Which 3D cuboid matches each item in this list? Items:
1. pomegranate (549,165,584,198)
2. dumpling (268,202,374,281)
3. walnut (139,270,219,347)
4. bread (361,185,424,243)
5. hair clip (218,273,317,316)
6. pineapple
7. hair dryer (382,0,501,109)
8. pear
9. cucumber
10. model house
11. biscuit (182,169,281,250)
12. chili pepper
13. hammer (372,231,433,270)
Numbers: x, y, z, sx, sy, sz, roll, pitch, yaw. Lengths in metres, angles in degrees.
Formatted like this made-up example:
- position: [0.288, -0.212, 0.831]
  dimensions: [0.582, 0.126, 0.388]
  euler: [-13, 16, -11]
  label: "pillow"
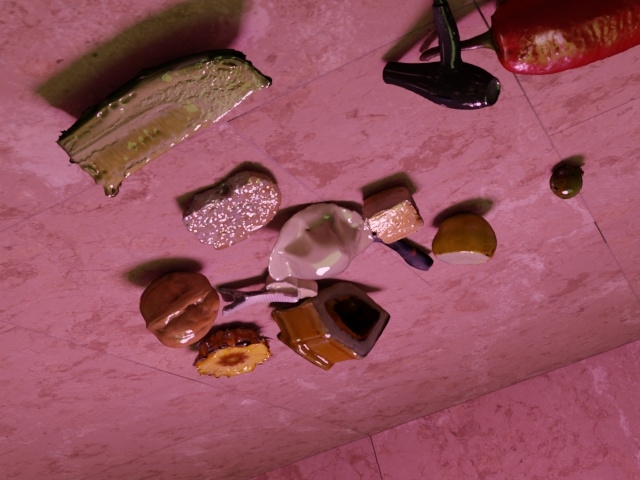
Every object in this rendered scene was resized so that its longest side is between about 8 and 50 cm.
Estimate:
- position: [0.515, -0.127, 2.027]
  dimensions: [0.084, 0.073, 0.073]
  euler: [-53, 153, -4]
  label: "pomegranate"
- position: [0.004, -0.001, 1.946]
  dimensions: [0.215, 0.126, 0.166]
  euler: [1, 127, -3]
  label: "dumpling"
- position: [-0.288, 0.139, 2.007]
  dimensions: [0.166, 0.167, 0.149]
  euler: [-6, 163, -21]
  label: "walnut"
- position: [0.141, -0.056, 1.937]
  dimensions: [0.106, 0.082, 0.125]
  euler: [-30, 144, 8]
  label: "bread"
- position: [-0.114, 0.120, 2.176]
  dimensions: [0.218, 0.071, 0.159]
  euler: [-8, 162, -2]
  label: "hair clip"
- position: [-0.222, 0.272, 2.429]
  dimensions: [0.224, 0.076, 0.225]
  euler: [-14, 153, -7]
  label: "pineapple"
- position: [0.161, -0.294, 1.420]
  dimensions: [0.075, 0.195, 0.219]
  euler: [-46, 137, -30]
  label: "hair dryer"
- position: [0.313, -0.007, 2.117]
  dimensions: [0.141, 0.104, 0.141]
  euler: [8, 165, 2]
  label: "pear"
- position: [-0.221, -0.194, 1.396]
  dimensions: [0.325, 0.105, 0.145]
  euler: [-27, 127, 25]
  label: "cucumber"
- position: [-0.007, 0.205, 2.344]
  dimensions: [0.239, 0.173, 0.268]
  euler: [-21, 132, 39]
  label: "model house"
- position: [-0.168, -0.054, 1.800]
  dimensions: [0.188, 0.040, 0.265]
  euler: [-2, 152, -27]
  label: "biscuit"
- position: [0.316, -0.308, 1.431]
  dimensions: [0.338, 0.131, 0.134]
  euler: [-15, 147, 4]
  label: "chili pepper"
- position: [0.186, 0.015, 2.164]
  dimensions: [0.137, 0.037, 0.290]
  euler: [-24, 154, 22]
  label: "hammer"
